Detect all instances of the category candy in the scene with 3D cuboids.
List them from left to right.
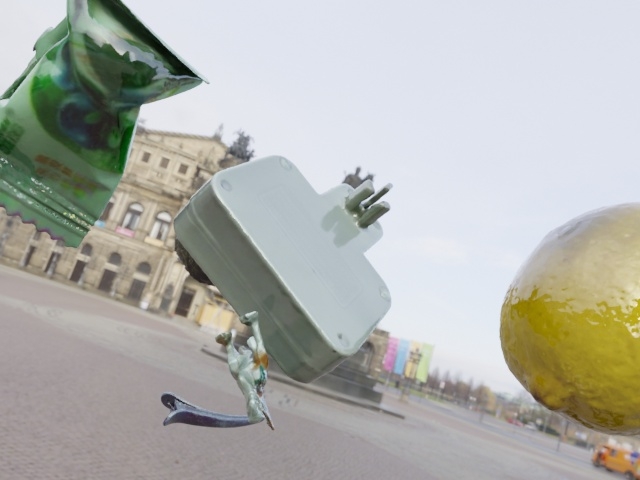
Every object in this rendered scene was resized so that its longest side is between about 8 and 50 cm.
[{"bbox_3d":[-0.391,-0.197,0.880,0.262,0.398,0.172,37,3,-23],"label":"candy"}]

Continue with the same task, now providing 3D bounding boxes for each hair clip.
[{"bbox_3d":[-0.253,0.429,1.345,0.275,0.048,0.083,22,21,-31],"label":"hair clip"}]

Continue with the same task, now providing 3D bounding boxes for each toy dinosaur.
[{"bbox_3d":[-0.066,0.136,0.546,0.044,0.106,0.187,-18,-21,-16],"label":"toy dinosaur"}]

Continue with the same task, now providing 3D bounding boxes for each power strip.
[{"bbox_3d":[0.000,0.000,0.644,0.230,0.141,0.261,52,30,3],"label":"power strip"}]

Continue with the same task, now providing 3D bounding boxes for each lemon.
[{"bbox_3d":[0.349,0.090,0.654,0.260,0.284,0.261,22,-31,14],"label":"lemon"}]

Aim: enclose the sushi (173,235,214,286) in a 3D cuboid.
[{"bbox_3d":[-0.164,-0.006,1.020,0.136,0.126,0.225,42,19,7],"label":"sushi"}]
